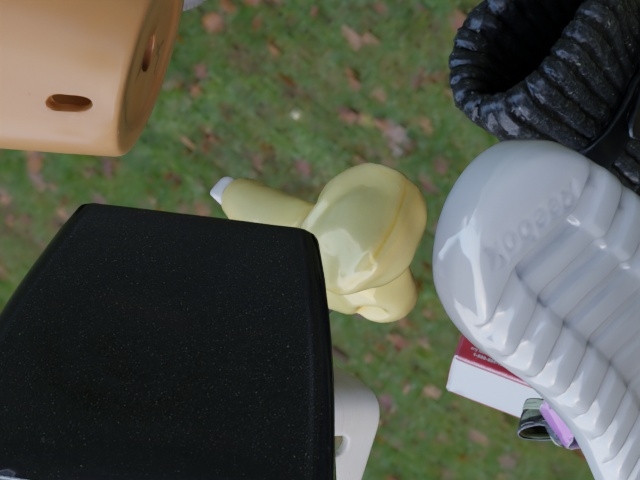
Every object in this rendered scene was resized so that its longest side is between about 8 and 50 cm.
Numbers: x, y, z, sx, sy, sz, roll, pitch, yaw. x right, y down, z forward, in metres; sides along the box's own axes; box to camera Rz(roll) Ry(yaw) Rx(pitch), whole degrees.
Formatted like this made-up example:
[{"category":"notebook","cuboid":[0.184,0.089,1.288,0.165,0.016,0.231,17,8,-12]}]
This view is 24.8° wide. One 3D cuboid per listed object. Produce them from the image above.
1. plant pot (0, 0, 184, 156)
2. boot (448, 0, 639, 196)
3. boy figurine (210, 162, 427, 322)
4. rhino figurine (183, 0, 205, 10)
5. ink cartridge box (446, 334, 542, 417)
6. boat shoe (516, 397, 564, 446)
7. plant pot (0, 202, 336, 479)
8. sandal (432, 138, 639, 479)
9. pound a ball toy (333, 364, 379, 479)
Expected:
[{"category":"plant pot","cuboid":[-0.249,-0.202,1.337,0.203,0.291,0.291,17,151,3]},{"category":"boot","cuboid":[0.245,-0.175,1.177,0.131,0.348,0.260,-5,144,40]},{"category":"boy figurine","cuboid":[0.000,0.000,1.083,0.177,0.092,0.285,31,168,-6]},{"category":"rhino figurine","cuboid":[-0.130,-0.326,1.717,0.243,0.106,0.073,-22,116,19]},{"category":"ink cartridge box","cuboid":[0.300,0.088,1.843,0.197,0.273,0.114,20,152,10]},{"category":"boat shoe","cuboid":[0.277,0.209,1.629,0.056,0.049,0.152,32,162,-21]},{"category":"plant pot","cuboid":[-0.074,0.088,0.753,0.187,0.167,0.188,7,149,6]},{"category":"sandal","cuboid":[0.187,0.067,0.927,0.102,0.169,0.416,24,161,47]},{"category":"pound a ball toy","cuboid":[-0.126,0.156,1.423,0.319,0.136,0.208,5,-165,-41]}]
